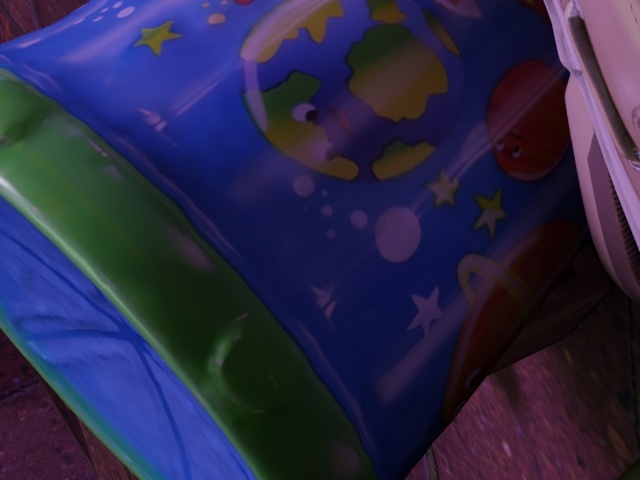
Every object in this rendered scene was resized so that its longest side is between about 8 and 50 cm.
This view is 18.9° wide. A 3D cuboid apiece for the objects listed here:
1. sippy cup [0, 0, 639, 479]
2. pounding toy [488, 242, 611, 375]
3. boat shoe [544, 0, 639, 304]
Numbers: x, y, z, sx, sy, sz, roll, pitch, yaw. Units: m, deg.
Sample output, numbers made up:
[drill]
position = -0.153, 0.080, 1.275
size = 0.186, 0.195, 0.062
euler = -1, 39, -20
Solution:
[sippy cup]
position = -0.002, -0.026, 0.711
size = 0.305, 0.224, 0.240
euler = 54, 161, -22
[pounding toy]
position = -0.009, -0.006, 0.853
size = 0.181, 0.206, 0.094
euler = 62, 164, 13
[boat shoe]
position = 0.111, -0.086, 0.539
size = 0.103, 0.113, 0.302
euler = 41, 162, 54
